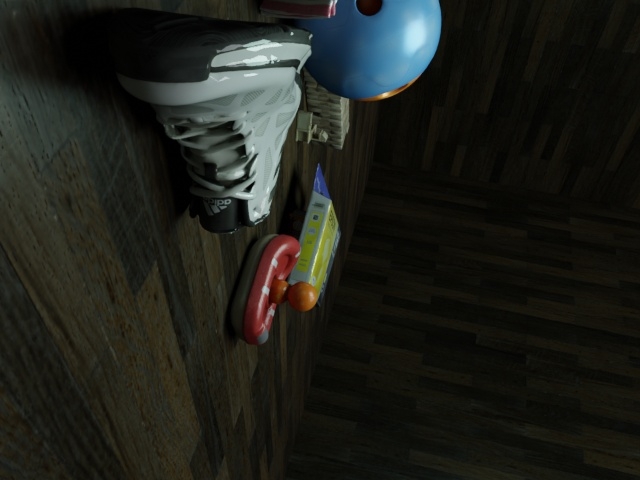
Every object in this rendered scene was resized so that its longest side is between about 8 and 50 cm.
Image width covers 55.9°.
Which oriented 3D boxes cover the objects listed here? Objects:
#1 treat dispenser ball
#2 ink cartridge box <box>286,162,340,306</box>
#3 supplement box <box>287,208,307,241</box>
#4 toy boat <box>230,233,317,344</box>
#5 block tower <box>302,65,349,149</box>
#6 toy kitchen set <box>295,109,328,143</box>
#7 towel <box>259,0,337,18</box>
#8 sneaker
[{"bbox_3d":[0.090,-0.421,1.185,0.288,0.288,0.288,11,90,-82],"label":"treat dispenser ball"},{"bbox_3d":[0.000,0.000,1.560,0.303,0.072,0.307,64,42,-74],"label":"ink cartridge box"},{"bbox_3d":[-0.055,-0.034,1.564,0.043,0.055,0.083,-59,158,-64],"label":"supplement box"},{"bbox_3d":[-0.080,0.101,1.211,0.151,0.151,0.231,87,16,-63],"label":"toy boat"},{"bbox_3d":[0.020,-0.352,1.512,0.335,0.091,0.097,81,23,-68],"label":"block tower"},{"bbox_3d":[-0.015,-0.278,1.441,0.083,0.068,0.075,-67,166,-58],"label":"toy kitchen set"},{"bbox_3d":[-0.024,-0.441,0.916,0.029,0.144,0.196,-7,110,-51],"label":"towel"},{"bbox_3d":[-0.099,-0.113,0.693,0.447,0.169,0.257,-61,159,-74],"label":"sneaker"}]
